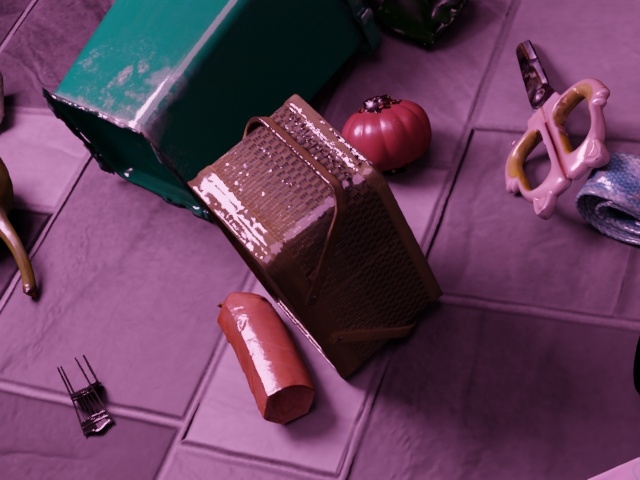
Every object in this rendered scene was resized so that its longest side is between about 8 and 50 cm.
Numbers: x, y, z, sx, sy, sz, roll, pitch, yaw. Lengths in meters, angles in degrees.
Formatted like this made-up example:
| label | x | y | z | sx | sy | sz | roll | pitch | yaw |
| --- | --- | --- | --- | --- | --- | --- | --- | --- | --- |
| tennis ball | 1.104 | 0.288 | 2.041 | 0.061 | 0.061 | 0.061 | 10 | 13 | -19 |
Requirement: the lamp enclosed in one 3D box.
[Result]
| label | x | y | z | sx | sy | sz | roll | pitch | yaw |
| --- | --- | --- | --- | --- | --- | --- | --- | --- | --- |
| lamp | 0.077 | -0.123 | 1.303 | 0.107 | 0.092 | 0.107 | -17 | 14 | 4 |

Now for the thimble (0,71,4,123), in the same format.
| label | x | y | z | sx | sy | sz | roll | pitch | yaw |
| --- | --- | --- | --- | --- | --- | --- | --- | --- | --- |
| thimble | -0.503 | -0.197 | 1.567 | 0.115 | 0.102 | 0.090 | -23 | 51 | 13 |

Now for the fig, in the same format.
| label | x | y | z | sx | sy | sz | roll | pitch | yaw |
| --- | --- | --- | --- | --- | --- | --- | --- | --- | --- |
| fig | -0.422 | -0.025 | 1.390 | 0.245 | 0.149 | 0.149 | 39 | 72 | 25 |

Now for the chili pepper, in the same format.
| label | x | y | z | sx | sy | sz | roll | pitch | yaw |
| --- | --- | --- | --- | --- | --- | --- | --- | --- | --- |
| chili pepper | 0.105 | -0.318 | 1.472 | 0.216 | 0.062 | 0.108 | 19 | 61 | 34 |

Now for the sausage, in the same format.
| label | x | y | z | sx | sy | sz | roll | pitch | yaw |
| --- | --- | --- | --- | --- | --- | --- | --- | --- | --- |
| sausage | -0.062 | 0.114 | 1.185 | 0.065 | 0.065 | 0.169 | -27 | 48 | -3 |

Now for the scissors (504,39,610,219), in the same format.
| label | x | y | z | sx | sy | sz | roll | pitch | yaw |
| --- | --- | --- | --- | --- | --- | --- | --- | --- | --- |
| scissors | 0.253 | -0.149 | 1.268 | 0.160 | 0.024 | 0.317 | -48 | 25 | 28 |

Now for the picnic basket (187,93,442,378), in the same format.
| label | x | y | z | sx | sy | sz | roll | pitch | yaw |
| --- | --- | --- | --- | --- | --- | --- | --- | --- | --- |
| picnic basket | 0.000 | 0.000 | 1.121 | 0.139 | 0.266 | 0.165 | -40 | 53 | -6 |

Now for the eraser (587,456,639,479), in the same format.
| label | x | y | z | sx | sy | sz | roll | pitch | yaw |
| --- | --- | --- | --- | --- | --- | --- | --- | --- | --- |
| eraser | 0.312 | 0.210 | 0.945 | 0.225 | 0.095 | 0.052 | -24 | 48 | 0 |

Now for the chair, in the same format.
| label | x | y | z | sx | sy | sz | roll | pitch | yaw |
| --- | --- | --- | --- | --- | --- | --- | --- | --- | --- |
| chair | -0.258 | 0.170 | 1.230 | 0.037 | 0.042 | 0.086 | -27 | 84 | -1 |

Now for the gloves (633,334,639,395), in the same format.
| label | x | y | z | sx | sy | sz | roll | pitch | yaw |
| --- | --- | --- | --- | --- | --- | --- | --- | --- | --- |
| gloves | 0.388 | 0.108 | 1.016 | 0.181 | 0.106 | 0.129 | 14 | 55 | -5 |

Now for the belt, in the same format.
| label | x | y | z | sx | sy | sz | roll | pitch | yaw |
| --- | --- | --- | --- | --- | --- | --- | --- | --- | --- |
| belt | 0.398 | -0.010 | 1.097 | 0.302 | 0.087 | 0.072 | 22 | 62 | 33 |

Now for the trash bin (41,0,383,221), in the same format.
| label | x | y | z | sx | sy | sz | roll | pitch | yaw |
| --- | --- | --- | --- | --- | --- | --- | --- | --- | --- |
| trash bin | -0.132 | -0.250 | 1.363 | 0.259 | 0.295 | 0.381 | 22 | 69 | 35 |
